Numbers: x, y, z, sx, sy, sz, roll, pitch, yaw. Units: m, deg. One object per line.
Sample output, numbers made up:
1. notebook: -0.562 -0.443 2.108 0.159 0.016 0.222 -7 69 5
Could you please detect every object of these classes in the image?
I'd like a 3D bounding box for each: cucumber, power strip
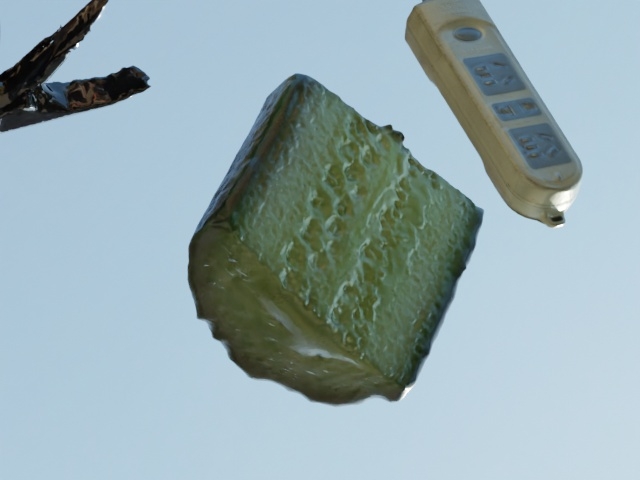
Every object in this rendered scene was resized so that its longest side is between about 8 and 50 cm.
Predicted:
1. cucumber: 0.000 0.000 0.757 0.116 0.115 0.062 42 -42 -22
2. power strip: 0.098 -0.085 1.040 0.191 0.047 0.030 63 -29 32

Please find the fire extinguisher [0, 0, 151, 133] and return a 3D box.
1. fire extinguisher: -0.213 -0.118 0.788 0.138 0.344 0.102 -37 -127 19
